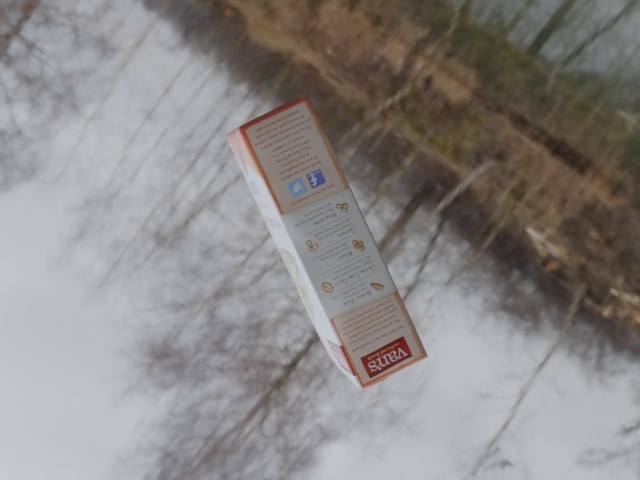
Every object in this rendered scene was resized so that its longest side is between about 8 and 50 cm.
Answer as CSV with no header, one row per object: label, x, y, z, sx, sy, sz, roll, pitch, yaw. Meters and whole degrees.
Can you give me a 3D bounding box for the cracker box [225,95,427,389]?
cracker box,0.000,0.000,1.010,0.232,0.067,0.156,64,174,-6
